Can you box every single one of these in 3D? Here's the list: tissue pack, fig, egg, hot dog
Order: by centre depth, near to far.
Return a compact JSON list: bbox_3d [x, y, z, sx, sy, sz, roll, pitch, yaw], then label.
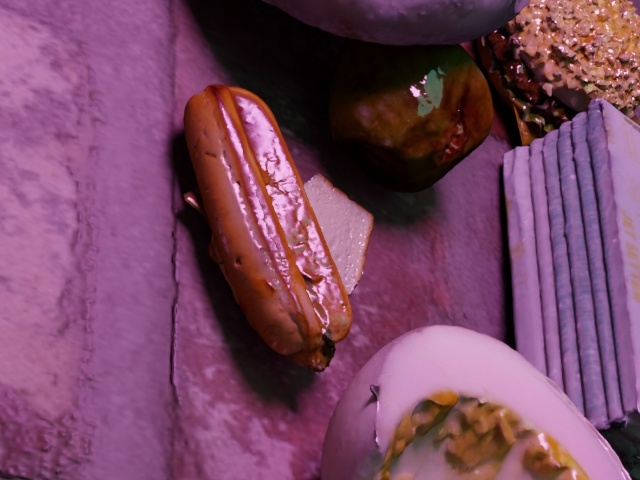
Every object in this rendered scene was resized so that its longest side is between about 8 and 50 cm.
[{"bbox_3d":[0.101,0.192,0.978,0.271,0.162,0.206,29,36,-21],"label":"egg"},{"bbox_3d":[-0.049,-0.008,1.021,0.104,0.076,0.250,-3,69,-58],"label":"hot dog"},{"bbox_3d":[0.076,-0.131,1.176,0.154,0.144,0.166,-13,64,-10],"label":"fig"},{"bbox_3d":[0.326,0.085,1.251,0.287,0.162,0.388,31,42,-28],"label":"tissue pack"}]

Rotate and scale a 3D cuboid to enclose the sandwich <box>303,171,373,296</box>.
[{"bbox_3d":[0.000,0.000,1.091,0.093,0.035,0.105,32,49,-29],"label":"sandwich"}]

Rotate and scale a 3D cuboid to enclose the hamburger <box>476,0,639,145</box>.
[{"bbox_3d":[0.281,-0.217,1.418,0.261,0.138,0.243,-10,74,-46],"label":"hamburger"}]

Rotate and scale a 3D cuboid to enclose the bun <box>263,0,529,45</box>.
[{"bbox_3d":[0.056,-0.319,1.134,0.354,0.194,0.354,12,40,-10],"label":"bun"}]
